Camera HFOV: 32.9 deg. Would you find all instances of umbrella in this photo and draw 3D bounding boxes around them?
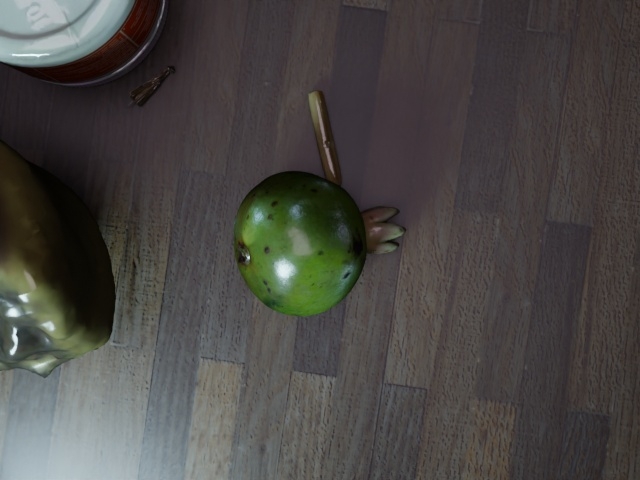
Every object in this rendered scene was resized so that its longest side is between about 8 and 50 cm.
[{"bbox_3d":[-0.230,-0.209,1.464,0.083,0.031,0.020,-36,58,0],"label":"umbrella"}]

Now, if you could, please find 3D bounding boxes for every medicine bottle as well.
[{"bbox_3d":[-0.332,-0.328,1.359,0.253,0.241,0.252,0,90,1],"label":"medicine bottle"}]

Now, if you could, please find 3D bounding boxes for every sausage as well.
[{"bbox_3d":[0.006,-0.135,1.458,0.024,0.024,0.132,-12,89,2],"label":"sausage"}]

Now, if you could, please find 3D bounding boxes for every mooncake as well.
[{"bbox_3d":[-0.455,0.061,1.265,0.394,0.246,0.393,24,79,17],"label":"mooncake"}]

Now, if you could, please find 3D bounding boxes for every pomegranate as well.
[{"bbox_3d":[0.000,-0.002,1.396,0.225,0.187,0.187,-7,91,-28],"label":"pomegranate"}]
